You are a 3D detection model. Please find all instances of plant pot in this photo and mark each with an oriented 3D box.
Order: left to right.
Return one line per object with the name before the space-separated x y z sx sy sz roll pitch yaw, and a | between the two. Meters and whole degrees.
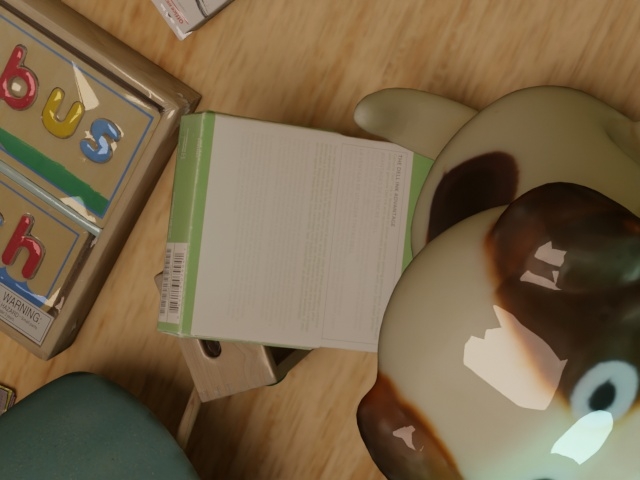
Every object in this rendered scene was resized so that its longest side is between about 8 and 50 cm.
plant pot | -0.230 0.277 1.532 0.290 0.195 0.290 30 132 41

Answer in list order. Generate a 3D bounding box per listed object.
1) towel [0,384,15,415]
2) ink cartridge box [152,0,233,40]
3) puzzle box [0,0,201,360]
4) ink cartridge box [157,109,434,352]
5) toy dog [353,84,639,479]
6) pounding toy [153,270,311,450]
towel | -0.313 0.157 1.698 0.060 0.009 0.083 28 112 10
ink cartridge box | -0.101 -0.200 1.513 0.083 0.028 0.048 -35 90 25
puzzle box | -0.329 -0.117 1.607 0.409 0.052 0.272 33 112 9
ink cartridge box | 0.000 0.000 1.452 0.235 0.056 0.171 7 87 -24
toy dog | 0.177 0.035 1.257 0.395 0.408 0.284 47 113 -1
pounding toy | -0.076 0.077 1.522 0.100 0.130 0.141 -17 98 24
